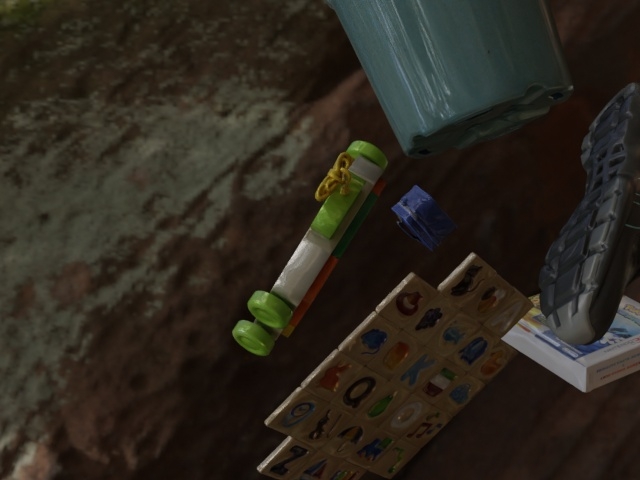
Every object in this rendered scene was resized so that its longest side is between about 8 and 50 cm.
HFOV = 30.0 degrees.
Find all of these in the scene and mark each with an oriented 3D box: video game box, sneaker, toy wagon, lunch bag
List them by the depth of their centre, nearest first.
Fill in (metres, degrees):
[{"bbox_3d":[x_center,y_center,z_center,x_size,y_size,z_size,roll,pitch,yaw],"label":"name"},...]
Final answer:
[{"bbox_3d":[0.262,-0.017,0.987,0.106,0.101,0.267,32,-123,-9],"label":"sneaker"},{"bbox_3d":[0.000,0.000,1.492,0.267,0.068,0.344,-58,0,-24],"label":"toy wagon"},{"bbox_3d":[0.381,0.129,1.705,0.187,0.205,0.048,-15,-63,-27],"label":"video game box"},{"bbox_3d":[0.157,-0.034,1.862,0.065,0.067,0.098,-45,-57,1],"label":"lunch bag"}]

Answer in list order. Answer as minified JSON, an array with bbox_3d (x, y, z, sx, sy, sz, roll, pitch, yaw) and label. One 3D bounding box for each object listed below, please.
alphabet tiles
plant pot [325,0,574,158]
[{"bbox_3d":[0.091,0.165,1.369,0.342,0.011,0.285,-46,-38,8],"label":"alphabet tiles"},{"bbox_3d":[0.181,-0.314,1.679,0.341,0.341,0.334,-9,-104,-55],"label":"plant pot"}]
